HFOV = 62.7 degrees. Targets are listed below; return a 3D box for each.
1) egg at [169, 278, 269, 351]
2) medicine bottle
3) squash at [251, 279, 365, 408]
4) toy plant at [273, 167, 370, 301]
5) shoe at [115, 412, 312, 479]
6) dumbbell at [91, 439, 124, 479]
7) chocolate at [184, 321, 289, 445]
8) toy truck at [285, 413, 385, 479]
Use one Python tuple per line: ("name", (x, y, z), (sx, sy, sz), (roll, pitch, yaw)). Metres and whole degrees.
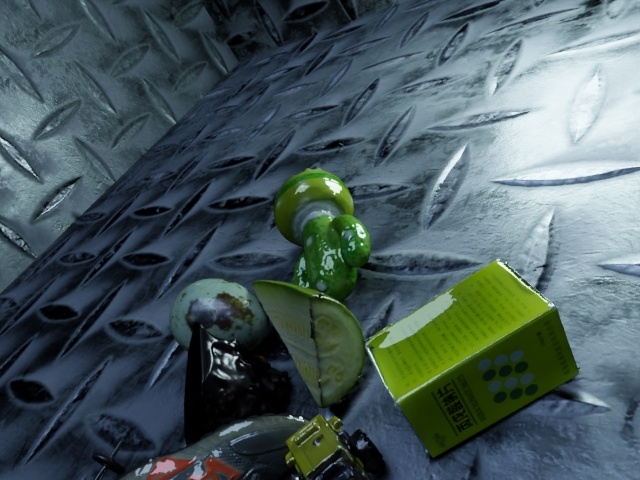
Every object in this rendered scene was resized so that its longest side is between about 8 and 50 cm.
("egg", (-0.207, 0.164, 1.091), (0.231, 0.169, 0.169), (3, 46, 29))
("medicine bottle", (0.208, 0.165, 0.743), (0.250, 0.137, 0.141), (-32, 32, 1))
("squash", (-0.026, 0.171, 0.987), (0.111, 0.203, 0.288), (-7, 1, -27))
("toy plant", (0.000, 0.000, 1.134), (0.224, 0.184, 0.316), (-50, 32, 25))
("shoe", (-0.142, 0.385, 0.781), (0.336, 0.132, 0.171), (-22, 53, -1))
("dumbbell", (-0.417, 0.446, 0.991), (0.069, 0.069, 0.147), (-6, 40, 37))
("chocolate", (-0.146, 0.274, 0.952), (0.177, 0.206, 0.224), (6, 39, -19))
("toy truck", (0.049, 0.345, 0.666), (0.136, 0.111, 0.286), (-38, 38, -9))
